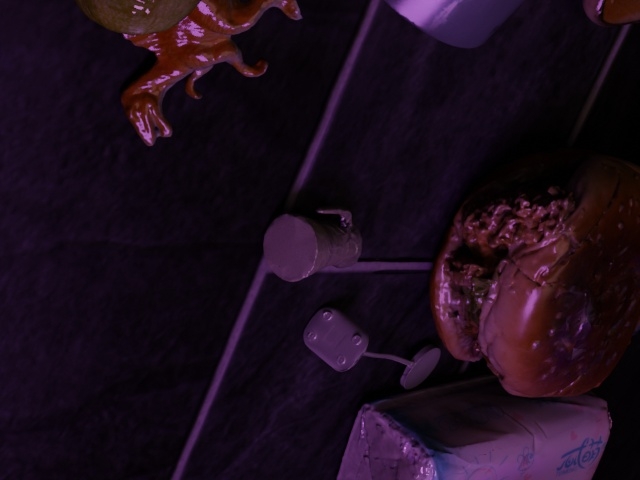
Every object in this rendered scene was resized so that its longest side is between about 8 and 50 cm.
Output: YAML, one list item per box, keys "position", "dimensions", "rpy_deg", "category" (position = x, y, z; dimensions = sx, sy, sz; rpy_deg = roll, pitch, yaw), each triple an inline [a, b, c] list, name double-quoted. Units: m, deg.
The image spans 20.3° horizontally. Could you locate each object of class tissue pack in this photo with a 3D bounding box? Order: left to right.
- position: [0.144, 0.240, 1.780]
  dimensions: [0.271, 0.124, 0.201]
  rpy_deg: [-10, 131, -41]
  category: "tissue pack"

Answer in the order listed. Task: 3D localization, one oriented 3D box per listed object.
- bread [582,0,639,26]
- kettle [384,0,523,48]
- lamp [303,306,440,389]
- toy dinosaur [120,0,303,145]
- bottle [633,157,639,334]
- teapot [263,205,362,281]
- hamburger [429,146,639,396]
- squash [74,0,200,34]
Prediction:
- position: [0.313, -0.236, 1.603]
  dimensions: [0.214, 0.053, 0.073]
  rpy_deg: [-18, 128, -31]
  category: "bread"
- position: [0.154, -0.278, 1.270]
  dimensions: [0.243, 0.160, 0.210]
  rpy_deg: [-41, 179, 30]
  category: "kettle"
- position: [0.053, 0.101, 1.653]
  dimensions: [0.050, 0.056, 0.198]
  rpy_deg: [-56, 153, 6]
  category: "lamp"
- position: [-0.095, -0.178, 1.262]
  dimensions: [0.142, 0.057, 0.212]
  rpy_deg: [-21, 125, -5]
  category: "toy dinosaur"
- position: [0.330, -0.026, 1.780]
  dimensions: [0.096, 0.079, 0.253]
  rpy_deg: [14, 116, -8]
  category: "bottle"
- position: [0.000, 0.000, 1.492]
  dimensions: [0.083, 0.057, 0.067]
  rpy_deg: [-3, 126, -52]
  category: "teapot"
- position: [0.221, 0.023, 1.665]
  dimensions: [0.243, 0.146, 0.286]
  rpy_deg: [-44, 141, -19]
  category: "hamburger"
- position: [-0.084, -0.300, 1.105]
  dimensions: [0.118, 0.118, 0.370]
  rpy_deg: [-7, 124, -42]
  category: "squash"
